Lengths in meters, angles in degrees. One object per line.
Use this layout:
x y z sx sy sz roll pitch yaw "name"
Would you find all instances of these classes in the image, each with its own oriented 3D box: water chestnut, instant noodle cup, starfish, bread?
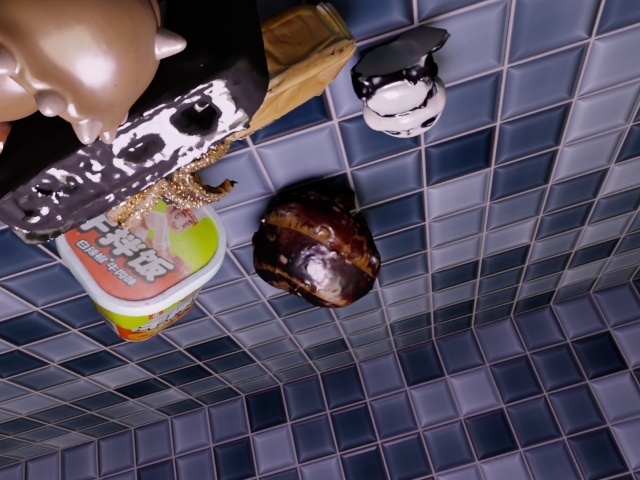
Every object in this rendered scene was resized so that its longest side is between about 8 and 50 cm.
0.000 0.000 1.252 0.300 0.300 0.300 -12 150 -7 "water chestnut"
-0.349 0.047 1.128 0.294 0.294 0.308 -4 156 -20 "instant noodle cup"
-0.242 -0.141 0.916 0.303 0.113 0.312 -29 155 -18 "starfish"
-0.065 -0.246 0.823 0.241 0.107 0.136 -39 176 -34 "bread"

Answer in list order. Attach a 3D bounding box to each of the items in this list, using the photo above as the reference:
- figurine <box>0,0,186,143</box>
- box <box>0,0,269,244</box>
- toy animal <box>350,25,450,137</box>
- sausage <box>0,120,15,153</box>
-0.237 -0.155 0.471 0.247 0.173 0.177 -23 141 -8 "figurine"
-0.227 -0.191 0.689 0.359 0.350 0.091 -25 135 15 "box"
0.147 -0.252 0.972 0.166 0.138 0.179 -6 148 17 "toy animal"
-0.476 -0.192 0.653 0.079 0.087 0.326 -43 145 2 "sausage"
